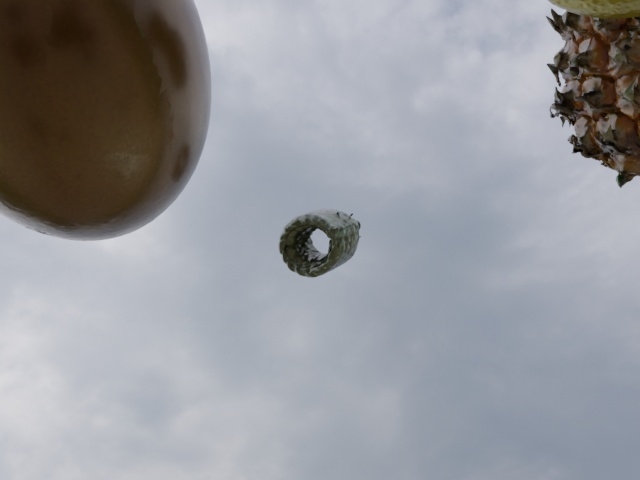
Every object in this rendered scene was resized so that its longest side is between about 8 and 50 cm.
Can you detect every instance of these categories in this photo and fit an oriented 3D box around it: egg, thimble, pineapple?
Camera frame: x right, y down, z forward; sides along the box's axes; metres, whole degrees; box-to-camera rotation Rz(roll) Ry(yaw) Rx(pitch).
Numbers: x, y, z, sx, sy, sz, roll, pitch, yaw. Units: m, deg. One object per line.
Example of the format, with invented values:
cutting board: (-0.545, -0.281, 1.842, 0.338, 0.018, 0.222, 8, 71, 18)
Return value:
egg: (-0.251, -0.163, 0.556, 0.282, 0.283, 0.352, -3, -55, -1)
thimble: (0.000, 0.000, 0.751, 0.110, 0.062, 0.085, -30, -93, 40)
pineapple: (0.474, -0.254, 0.773, 0.352, 0.353, 0.300, -6, -46, 2)

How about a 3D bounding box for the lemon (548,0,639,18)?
lemon: (0.287, -0.302, 0.532, 0.180, 0.193, 0.181, -25, -47, -30)
